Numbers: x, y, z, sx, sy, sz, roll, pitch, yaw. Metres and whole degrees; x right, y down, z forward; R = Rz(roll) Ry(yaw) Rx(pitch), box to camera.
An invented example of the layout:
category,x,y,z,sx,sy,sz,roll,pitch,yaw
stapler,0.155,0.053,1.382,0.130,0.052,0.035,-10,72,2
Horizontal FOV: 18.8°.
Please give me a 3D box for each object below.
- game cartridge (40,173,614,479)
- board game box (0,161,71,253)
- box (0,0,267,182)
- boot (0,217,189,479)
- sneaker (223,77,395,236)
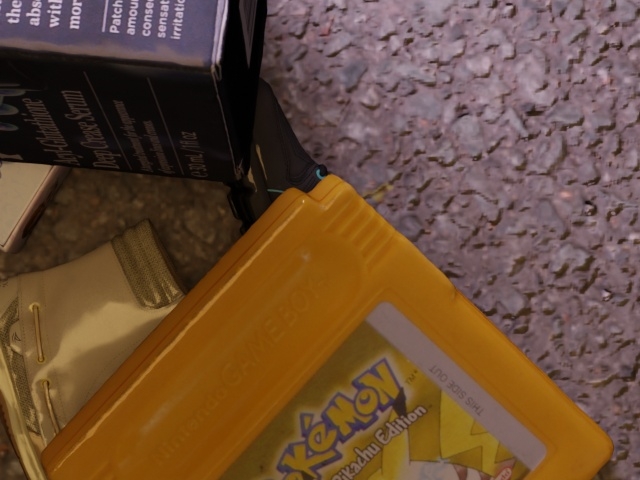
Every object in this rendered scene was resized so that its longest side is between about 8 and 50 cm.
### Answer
category,x,y,z,sx,sy,sz,roll,pitch,yaw
game cartridge,0.013,0.150,1.365,0.285,0.052,0.323,-47,116,-1
board game box,-0.277,-0.206,1.430,0.318,0.066,0.319,33,89,1
box,-0.237,-0.184,1.234,0.395,0.293,0.212,6,80,2
boot,-0.152,0.107,1.420,0.165,0.077,0.213,-23,88,-3
sneaker,0.000,0.000,1.421,0.106,0.101,0.267,-21,98,-10
